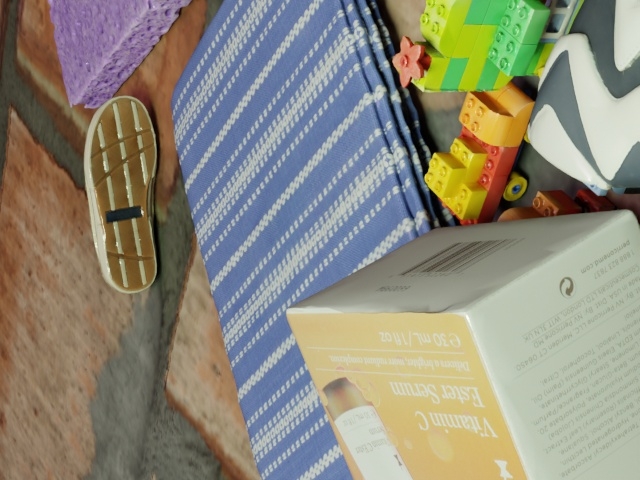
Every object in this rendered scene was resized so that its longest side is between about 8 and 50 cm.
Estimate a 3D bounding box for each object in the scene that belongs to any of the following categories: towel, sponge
[{"bbox_3d":[0.000,0.000,0.847,0.243,0.040,0.336,-48,51,51],"label":"towel"},{"bbox_3d":[-0.135,-0.186,1.042,0.210,0.031,0.117,-37,62,54],"label":"sponge"}]

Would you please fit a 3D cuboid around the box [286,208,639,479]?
[{"bbox_3d":[0.081,0.085,0.611,0.130,0.091,0.170,-7,108,58],"label":"box"}]

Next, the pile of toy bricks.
[{"bbox_3d":[0.078,-0.085,0.635,0.118,0.105,0.212,48,132,45],"label":"pile of toy bricks"}]

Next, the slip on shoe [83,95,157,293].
[{"bbox_3d":[-0.137,-0.032,1.049,0.041,0.051,0.135,-168,71,-69],"label":"slip on shoe"}]

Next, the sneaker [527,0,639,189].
[{"bbox_3d":[0.175,-0.063,0.491,0.235,0.094,0.153,40,126,50],"label":"sneaker"}]
